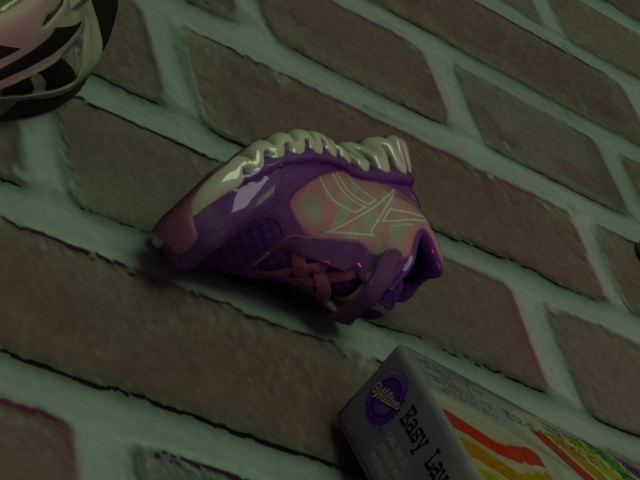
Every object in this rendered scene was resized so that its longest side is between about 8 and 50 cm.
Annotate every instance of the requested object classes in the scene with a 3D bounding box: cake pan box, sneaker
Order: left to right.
[{"bbox_3d":[-0.164,-0.143,1.014,0.122,0.146,0.330,43,26,-2],"label":"sneaker"},{"bbox_3d":[0.000,0.000,1.112,0.236,0.095,0.104,-7,65,-58],"label":"sneaker"},{"bbox_3d":[0.156,0.191,1.034,0.267,0.070,0.245,30,19,-31],"label":"cake pan box"}]

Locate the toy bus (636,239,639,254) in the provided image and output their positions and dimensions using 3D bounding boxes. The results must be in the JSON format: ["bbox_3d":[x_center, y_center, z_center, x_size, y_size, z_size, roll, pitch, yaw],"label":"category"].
[{"bbox_3d":[0.363,0.072,1.495,0.202,0.104,0.191,33,30,-24],"label":"toy bus"}]
